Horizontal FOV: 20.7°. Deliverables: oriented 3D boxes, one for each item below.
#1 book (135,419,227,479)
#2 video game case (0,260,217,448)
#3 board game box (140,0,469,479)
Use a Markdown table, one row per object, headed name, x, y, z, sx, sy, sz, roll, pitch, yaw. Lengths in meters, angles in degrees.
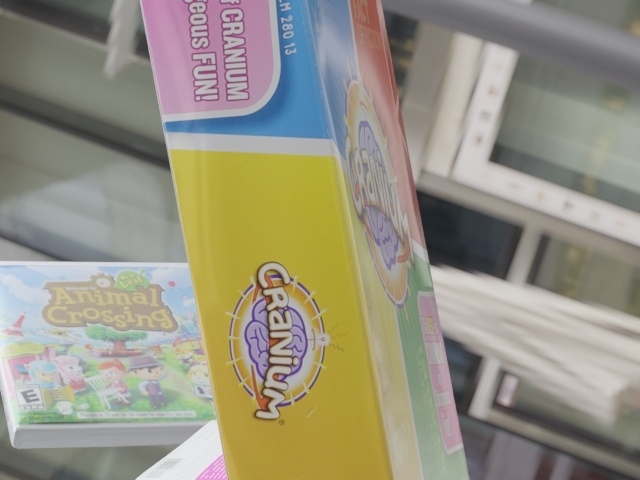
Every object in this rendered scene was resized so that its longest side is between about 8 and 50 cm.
| name | x | y | z | sx | sy | sz | roll | pitch | yaw |
| --- | --- | --- | --- | --- | --- | --- | --- | --- | --- |
| book | -0.035 | 0.142 | 1.120 | 0.096 | 0.144 | 0.035 | -33 | -66 | -53 |
| video game case | -0.142 | 0.082 | 1.334 | 0.193 | 0.212 | 0.023 | -114 | 32 | -48 |
| board game box | 0.000 | 0.000 | 0.761 | 0.242 | 0.064 | 0.316 | -20 | -80 | -80 |
